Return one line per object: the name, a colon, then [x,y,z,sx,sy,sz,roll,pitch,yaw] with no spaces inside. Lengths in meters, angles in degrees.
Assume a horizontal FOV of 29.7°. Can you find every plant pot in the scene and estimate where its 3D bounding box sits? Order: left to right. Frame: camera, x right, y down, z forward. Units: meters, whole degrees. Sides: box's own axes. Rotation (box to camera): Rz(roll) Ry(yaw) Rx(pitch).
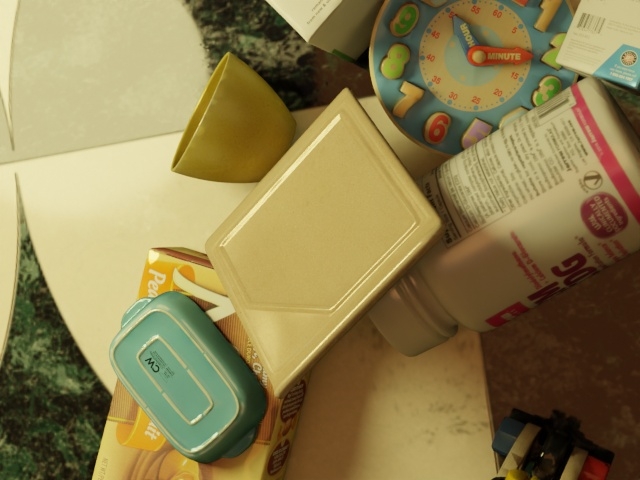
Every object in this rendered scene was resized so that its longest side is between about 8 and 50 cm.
plant pot: [-0.082,-0.111,1.232,0.095,0.134,0.134,26,99,-13]

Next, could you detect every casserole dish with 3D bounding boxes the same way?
casserole dish: [-0.138,0.137,1.198,0.114,0.037,0.188,-43,77,13]

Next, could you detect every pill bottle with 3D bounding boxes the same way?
pill bottle: [0.173,-0.014,1.125,0.283,0.160,0.160,-31,82,18]

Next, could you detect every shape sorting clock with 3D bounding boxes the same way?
shape sorting clock: [0.150,-0.179,1.168,0.206,0.040,0.206,0,101,-2]

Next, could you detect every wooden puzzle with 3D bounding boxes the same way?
wooden puzzle: [0.000,0.000,1.127,0.221,0.044,0.239,-46,42,17]

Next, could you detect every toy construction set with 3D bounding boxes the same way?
toy construction set: [0.187,0.330,1.089,0.309,0.237,0.257,46,103,11]

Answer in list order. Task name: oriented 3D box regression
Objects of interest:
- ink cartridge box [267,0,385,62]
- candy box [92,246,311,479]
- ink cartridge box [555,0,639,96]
ink cartridge box: [-0.034,-0.289,1.187,0.219,0.160,0.092,46,103,12]
candy box: [-0.121,0.181,1.259,0.183,0.087,0.316,16,95,16]
ink cartridge box: [0.305,-0.228,1.112,0.104,0.061,0.181,31,102,48]
